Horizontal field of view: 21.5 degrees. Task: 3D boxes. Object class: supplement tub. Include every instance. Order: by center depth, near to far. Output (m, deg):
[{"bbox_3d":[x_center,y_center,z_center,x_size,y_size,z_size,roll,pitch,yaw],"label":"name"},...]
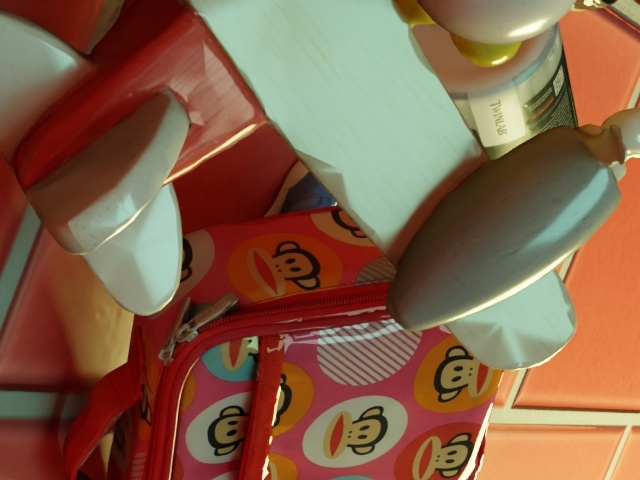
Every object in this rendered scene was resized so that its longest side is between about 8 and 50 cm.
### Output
[{"bbox_3d":[0.126,-0.096,1.225,0.117,0.117,0.190,-54,149,-20],"label":"supplement tub"}]

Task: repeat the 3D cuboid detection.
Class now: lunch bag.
[{"bbox_3d":[-0.030,0.115,1.046,0.258,0.120,0.293,-7,133,-20],"label":"lunch bag"}]

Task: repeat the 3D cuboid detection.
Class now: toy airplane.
[{"bbox_3d":[0.006,-0.127,0.824,0.386,0.272,0.384,4,93,-37],"label":"toy airplane"}]

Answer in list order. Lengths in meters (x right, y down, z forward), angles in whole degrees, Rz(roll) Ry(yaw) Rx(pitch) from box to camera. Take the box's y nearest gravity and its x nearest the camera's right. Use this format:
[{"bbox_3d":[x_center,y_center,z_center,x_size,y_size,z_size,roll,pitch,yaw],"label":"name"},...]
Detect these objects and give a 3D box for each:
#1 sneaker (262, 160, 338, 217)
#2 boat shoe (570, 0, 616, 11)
[{"bbox_3d":[0.000,0.001,1.118,0.152,0.085,0.058,-46,146,-32],"label":"sneaker"},{"bbox_3d":[0.242,-0.318,1.242,0.123,0.123,0.342,-30,135,-47],"label":"boat shoe"}]
